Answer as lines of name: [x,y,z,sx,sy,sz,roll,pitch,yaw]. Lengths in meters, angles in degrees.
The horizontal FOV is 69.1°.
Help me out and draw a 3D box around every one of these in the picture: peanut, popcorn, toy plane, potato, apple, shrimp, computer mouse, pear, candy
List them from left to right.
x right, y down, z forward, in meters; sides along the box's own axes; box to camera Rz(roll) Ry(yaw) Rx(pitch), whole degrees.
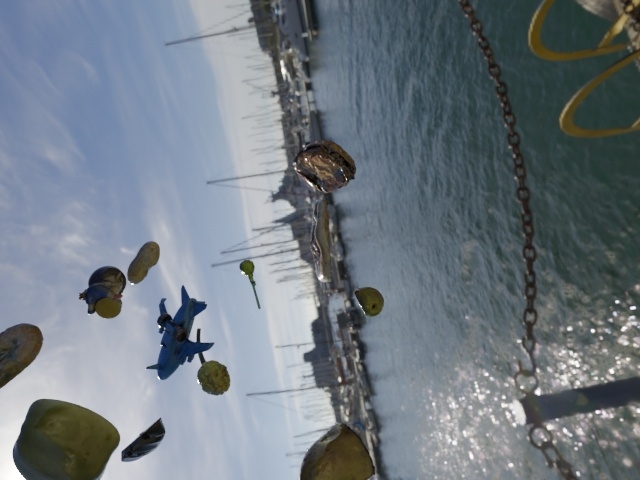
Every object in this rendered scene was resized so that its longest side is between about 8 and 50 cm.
shrimp: [-1.089,0.414,1.574,0.168,0.317,0.077,37,159,20]
apple: [-0.972,0.780,1.760,0.320,0.360,0.311,-65,8,-23]
peanut: [-0.793,0.103,2.087,0.214,0.099,0.090,-56,-5,0]
computer mouse: [-0.441,0.512,1.172,0.057,0.099,0.172,52,-179,3]
toy plane: [-0.403,0.272,1.299,0.105,0.254,0.271,23,-86,-54]
popcorn: [-0.354,0.458,1.563,0.116,0.121,0.106,-63,-4,17]
candy: [-0.249,0.160,1.696,0.062,0.058,0.193,8,-123,-55]
potato: [0.030,0.797,1.605,0.229,0.266,0.229,23,121,44]
pear: [0.209,0.248,1.927,0.141,0.104,0.141,61,179,2]

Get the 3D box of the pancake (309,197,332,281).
pancake: [0.000,0.001,2.079,0.387,0.082,0.386,175,90,-83]

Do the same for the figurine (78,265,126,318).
figurine: [-0.873,0.196,1.900,0.275,0.161,0.158,-117,2,-62]

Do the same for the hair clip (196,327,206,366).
hair clip: [-0.549,0.542,2.185,0.275,0.083,0.048,66,157,19]

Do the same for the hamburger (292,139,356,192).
hamburger: [0.016,-0.273,1.686,0.106,0.231,0.231,-61,-19,-27]
